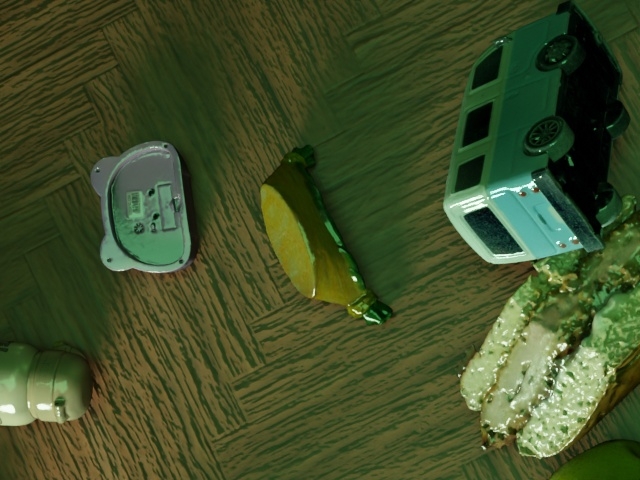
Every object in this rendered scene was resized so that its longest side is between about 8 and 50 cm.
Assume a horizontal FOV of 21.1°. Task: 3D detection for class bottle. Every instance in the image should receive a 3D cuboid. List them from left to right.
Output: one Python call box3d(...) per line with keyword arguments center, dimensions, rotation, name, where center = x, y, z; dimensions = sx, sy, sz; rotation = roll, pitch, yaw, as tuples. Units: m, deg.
box3d(center=(-0.364, 0.158, 1.968), dimensions=(0.209, 0.097, 0.110), rotation=(3, 41, 8), name="bottle")

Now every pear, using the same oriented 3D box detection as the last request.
box3d(center=(0.308, 0.320, 1.818), dimensions=(0.180, 0.166, 0.216), rotation=(19, 113, -1), name="pear")

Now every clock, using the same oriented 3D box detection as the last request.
box3d(center=(-0.201, -0.033, 1.982), dimensions=(0.110, 0.050, 0.152), rotation=(-9, 82, 8), name="clock")

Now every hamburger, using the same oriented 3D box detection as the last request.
box3d(center=(0.292, 0.090, 1.832), dimensions=(0.155, 0.245, 0.282), rotation=(44, 136, 26), name="hamburger")

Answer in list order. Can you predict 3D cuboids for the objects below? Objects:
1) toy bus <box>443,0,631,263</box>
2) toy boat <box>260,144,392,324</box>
box3d(center=(0.225, -0.111, 1.829), dimensions=(0.165, 0.133, 0.271), rotation=(-18, 40, 32), name="toy bus")
box3d(center=(0.000, 0.000, 1.941), dimensions=(0.088, 0.089, 0.229), rotation=(-18, 78, -33), name="toy boat")
